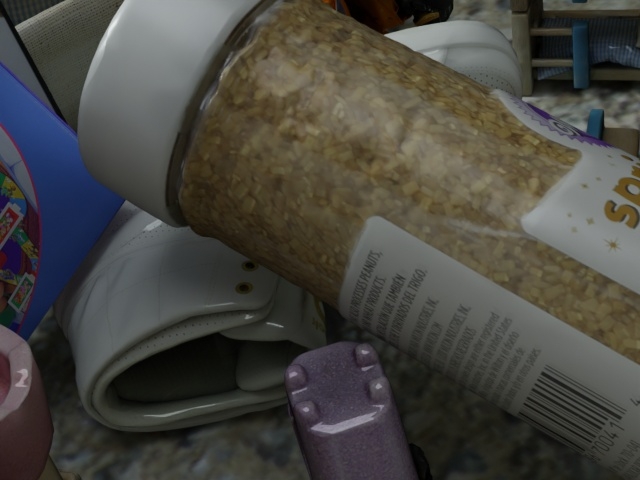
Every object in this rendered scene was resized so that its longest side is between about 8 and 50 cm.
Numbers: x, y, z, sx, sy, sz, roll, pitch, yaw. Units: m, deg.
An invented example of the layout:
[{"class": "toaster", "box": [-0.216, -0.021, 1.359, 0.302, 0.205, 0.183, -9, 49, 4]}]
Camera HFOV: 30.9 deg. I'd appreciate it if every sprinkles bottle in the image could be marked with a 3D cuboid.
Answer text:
[{"class": "sprinkles bottle", "box": [0.075, 0.004, 0.473, 0.355, 0.121, 0.121, 29, 52, 13]}]

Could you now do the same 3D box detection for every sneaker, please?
[{"class": "sneaker", "box": [0.000, 0.000, 0.606, 0.292, 0.108, 0.169, -26, 42, -2]}]

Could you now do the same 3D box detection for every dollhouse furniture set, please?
[{"class": "dollhouse furniture set", "box": [0.171, -0.121, 0.677, 0.129, 0.129, 0.184, 3, 42, 18]}]

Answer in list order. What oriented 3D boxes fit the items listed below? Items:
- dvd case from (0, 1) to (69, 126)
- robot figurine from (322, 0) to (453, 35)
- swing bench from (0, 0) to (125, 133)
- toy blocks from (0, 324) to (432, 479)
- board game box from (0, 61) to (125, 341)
[{"class": "dvd case", "box": [-0.231, -0.004, 0.575, 0.022, 0.180, 0.253, 24, 60, 35]}, {"class": "robot figurine", "box": [-0.026, -0.218, 0.753, 0.211, 0.291, 0.085, 34, 87, 32]}, {"class": "swing bench", "box": [-0.219, -0.123, 0.759, 0.253, 0.165, 0.254, -33, 49, -25]}, {"class": "toy blocks", "box": [-0.083, 0.127, 0.343, 0.308, 0.260, 0.289, -18, 39, -7]}, {"class": "board game box", "box": [-0.252, -0.024, 0.449, 0.078, 0.347, 0.233, 23, 73, 35]}]
